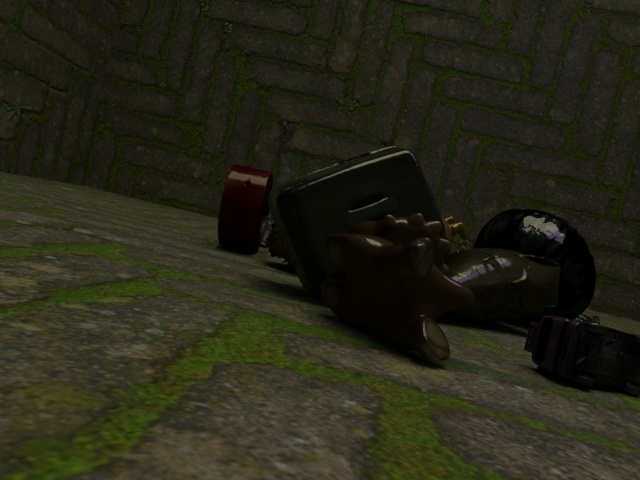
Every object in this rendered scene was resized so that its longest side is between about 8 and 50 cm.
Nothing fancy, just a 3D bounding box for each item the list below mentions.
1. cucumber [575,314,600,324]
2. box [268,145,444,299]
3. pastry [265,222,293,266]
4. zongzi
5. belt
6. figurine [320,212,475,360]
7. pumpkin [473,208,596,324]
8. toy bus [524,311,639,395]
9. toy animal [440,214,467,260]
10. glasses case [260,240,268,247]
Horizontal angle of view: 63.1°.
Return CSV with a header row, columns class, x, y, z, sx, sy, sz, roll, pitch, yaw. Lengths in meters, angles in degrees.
class,x,y,z,sx,sy,sz,roll,pitch,yaw
cucumber,0.697,0.221,1.492,0.187,0.058,0.058,15,3,39
box,0.068,-0.036,0.944,0.290,0.220,0.166,-22,-3,-16
pastry,0.000,0.000,1.293,0.275,0.193,0.275,-30,-1,-1
zongzi,0.281,0.103,1.143,0.360,0.160,0.323,-5,-1,-30
belt,-0.210,-0.081,1.474,0.115,0.227,0.324,14,-17,-1
figurine,0.120,0.049,0.730,0.173,0.177,0.247,-9,2,-31
pumpkin,0.527,0.080,1.317,0.315,0.238,0.315,41,-23,22
toy bus,0.382,0.160,0.736,0.178,0.086,0.098,16,-1,-25
toy animal,0.199,-0.002,1.131,0.230,0.156,0.156,-17,12,-17
glasses case,-0.218,0.006,1.783,0.083,0.023,0.033,13,0,8
